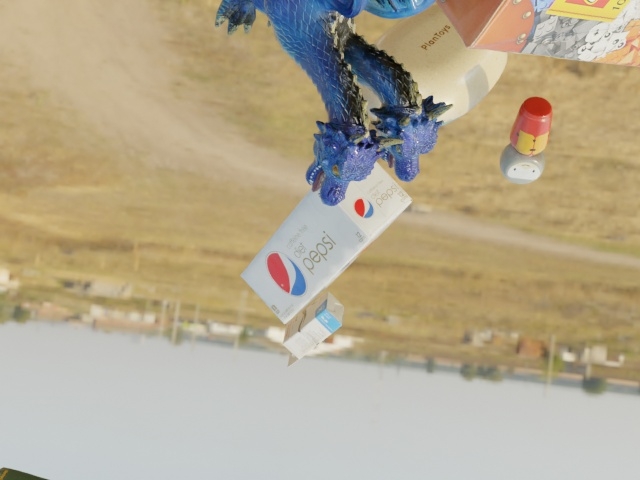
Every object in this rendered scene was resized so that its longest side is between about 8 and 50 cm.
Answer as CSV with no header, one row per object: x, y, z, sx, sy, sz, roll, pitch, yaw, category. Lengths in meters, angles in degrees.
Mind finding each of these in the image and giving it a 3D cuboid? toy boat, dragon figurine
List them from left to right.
0.019,-0.169,0.587,0.144,0.289,0.085,24,-157,38,dragon figurine
0.211,-0.212,1.604,0.318,0.267,0.148,38,150,24,toy boat

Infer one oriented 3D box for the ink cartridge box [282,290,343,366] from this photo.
-0.014,0.099,1.188,0.028,0.083,0.048,45,-162,-14,ink cartridge box

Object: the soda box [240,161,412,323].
0.000,0.000,1.037,0.074,0.069,0.216,47,145,3,soda box

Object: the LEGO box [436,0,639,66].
0.200,-0.409,1.038,0.372,0.500,0.193,-3,143,-39,LEGO box

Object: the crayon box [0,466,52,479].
-0.233,0.312,0.840,0.165,0.081,0.278,15,-155,1,crayon box
